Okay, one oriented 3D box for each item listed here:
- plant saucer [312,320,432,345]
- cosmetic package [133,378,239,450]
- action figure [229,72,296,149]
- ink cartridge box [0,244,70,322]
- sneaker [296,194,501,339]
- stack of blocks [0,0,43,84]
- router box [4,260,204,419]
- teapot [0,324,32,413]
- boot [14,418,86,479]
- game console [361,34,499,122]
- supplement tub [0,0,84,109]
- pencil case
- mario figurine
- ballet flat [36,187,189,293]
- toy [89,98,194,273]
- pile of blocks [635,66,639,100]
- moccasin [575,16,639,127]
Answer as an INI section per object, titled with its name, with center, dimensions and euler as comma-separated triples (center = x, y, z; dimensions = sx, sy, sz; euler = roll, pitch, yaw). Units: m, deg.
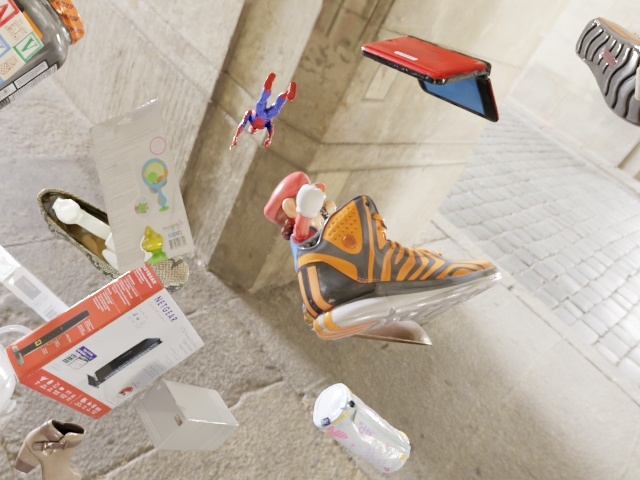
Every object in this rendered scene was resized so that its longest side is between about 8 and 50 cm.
[plant saucer]
center = 0.085, 0.144, 0.838
dimensions = 0.198, 0.198, 0.036
euler = 13, 76, -26
[cosmetic package]
center = -0.312, 0.421, 1.210
dimensions = 0.127, 0.107, 0.238
euler = 45, 3, 33
[action figure]
center = -0.152, -0.298, 1.288
dimensions = 0.091, 0.280, 0.139
euler = 22, 77, -16
[ink cartridge box]
center = -0.642, 0.092, 1.101
dimensions = 0.224, 0.181, 0.056
euler = 21, 59, 38
[sneaker]
center = 0.113, 0.019, 0.724
dimensions = 0.321, 0.124, 0.180
euler = -6, 67, -32
[stack of blocks]
center = -0.487, -0.342, 0.668
dimensions = 0.087, 0.297, 0.171
euler = 39, 75, 4
[router box]
center = -0.437, 0.229, 1.100
dimensions = 0.301, 0.335, 0.082
euler = -34, 64, -16
[teapot]
center = -0.799, 0.342, 1.176
dimensions = 0.187, 0.256, 0.252
euler = 33, 2, -21
[boot]
center = -0.371, 0.305, 0.732
dimensions = 0.118, 0.087, 0.042
euler = 43, 1, -44
[game console]
center = 0.135, -0.193, 0.629
dimensions = 0.124, 0.085, 0.144
euler = -22, 41, -27
[supplement tub]
center = -0.612, -0.345, 0.903
dimensions = 0.207, 0.207, 0.338
euler = 36, 68, 11
[pencil case]
center = 0.106, 0.468, 1.262
dimensions = 0.273, 0.124, 0.114
euler = 45, 30, -25
[mario figurine]
center = 0.000, 0.000, 1.051
dimensions = 0.170, 0.198, 0.321
euler = 0, 67, -37
[ballet flat]
center = -0.585, -0.007, 1.377
dimensions = 0.482, 0.182, 0.164
euler = 28, 70, 14
[toy]
center = -0.269, -0.080, 0.788
dimensions = 0.056, 0.136, 0.238
euler = 14, 61, -71
[pile of blocks]
center = 0.419, -0.208, 0.506
dimensions = 0.112, 0.149, 0.362
euler = 46, -9, 48
[moccasin]
center = 0.677, -0.356, 1.091
dimensions = 0.146, 0.139, 0.380
euler = 12, 37, -7
